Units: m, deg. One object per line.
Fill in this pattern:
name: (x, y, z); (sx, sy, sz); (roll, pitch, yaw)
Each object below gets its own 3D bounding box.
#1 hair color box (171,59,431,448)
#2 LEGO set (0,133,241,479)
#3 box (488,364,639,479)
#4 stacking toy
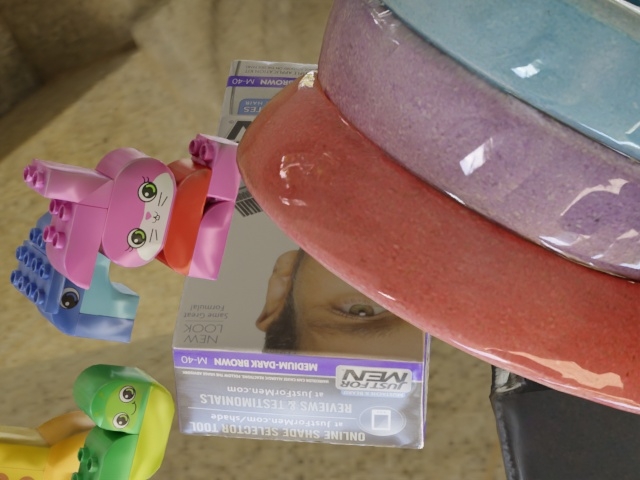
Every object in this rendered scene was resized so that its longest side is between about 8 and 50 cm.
hair color box: (0.000, 0.000, 1.328); (0.110, 0.185, 0.339); (89, -174, -45)
LEGO set: (-0.110, 0.062, 0.595); (0.093, 0.087, 0.227); (10, -81, -29)
box: (0.261, 0.224, 0.844); (0.472, 0.297, 0.480); (-50, -50, -79)
stacking toy: (0.155, -0.003, 0.447); (0.279, 0.309, 0.130); (-3, -54, -60)
